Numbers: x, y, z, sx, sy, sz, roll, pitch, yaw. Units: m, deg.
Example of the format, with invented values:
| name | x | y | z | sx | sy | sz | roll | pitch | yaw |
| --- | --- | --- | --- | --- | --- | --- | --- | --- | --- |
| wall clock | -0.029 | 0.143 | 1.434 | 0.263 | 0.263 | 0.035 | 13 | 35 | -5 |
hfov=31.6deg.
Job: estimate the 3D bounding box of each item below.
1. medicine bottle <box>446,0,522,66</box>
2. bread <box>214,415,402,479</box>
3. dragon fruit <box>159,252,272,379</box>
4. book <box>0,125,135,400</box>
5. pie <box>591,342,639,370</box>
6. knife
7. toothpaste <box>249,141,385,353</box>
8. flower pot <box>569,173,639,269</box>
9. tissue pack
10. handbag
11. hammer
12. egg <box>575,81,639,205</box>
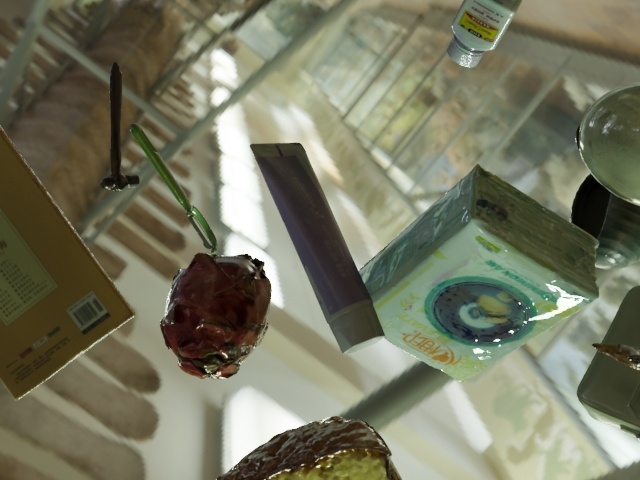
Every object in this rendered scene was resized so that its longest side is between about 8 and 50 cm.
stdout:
| name | x | y | z | sx | sy | sz | roll | pitch | yaw |
| --- | --- | --- | --- | --- | --- | --- | --- | --- | --- |
| medicine bottle | 0.228 | -0.310 | 1.624 | 0.074 | 0.118 | 0.055 | 30 | -138 | 1 |
| bread | -0.015 | 0.272 | 1.255 | 0.129 | 0.260 | 0.134 | 58 | -157 | -21 |
| dragon fruit | -0.213 | 0.145 | 2.335 | 0.250 | 0.315 | 0.250 | 22 | 152 | 12 |
| book | -0.511 | 0.037 | 1.837 | 0.389 | 0.269 | 0.032 | 56 | -166 | -2 |
| pie | 0.467 | 0.173 | 1.668 | 0.092 | 0.034 | 0.170 | 12 | -178 | -2 |
| knife | -0.201 | -0.076 | 1.569 | 0.212 | 0.015 | 0.054 | 57 | -167 | -20 |
| toothpaste | 0.000 | 0.000 | 1.833 | 0.125 | 0.080 | 0.371 | -9 | -108 | -47 |
| flower pot | 0.630 | -0.053 | 2.405 | 0.157 | 0.243 | 0.189 | 26 | 160 | -24 |
| tissue pack | 0.268 | 0.072 | 2.023 | 0.287 | 0.388 | 0.162 | 30 | -132 | -16 |
| handbag | 0.550 | 0.203 | 1.796 | 0.219 | 0.256 | 0.079 | 20 | 160 | 39 |
| hammer | -0.282 | -0.157 | 1.574 | 0.021 | 0.178 | 0.065 | 0 | -178 | 37 |
| egg | 0.501 | -0.138 | 1.653 | 0.253 | 0.187 | 0.186 | 13 | -172 | 2 |
